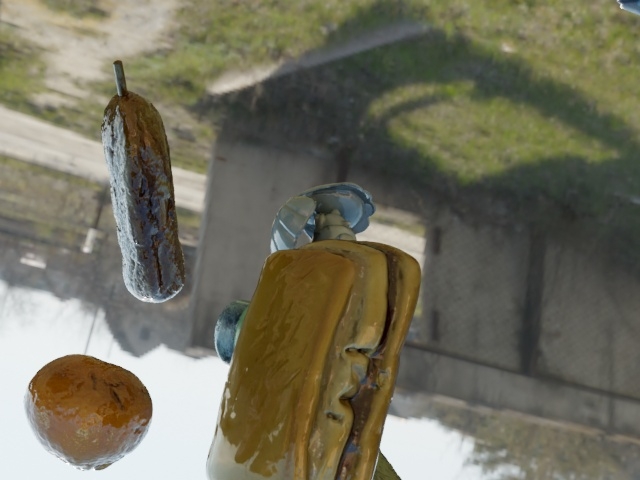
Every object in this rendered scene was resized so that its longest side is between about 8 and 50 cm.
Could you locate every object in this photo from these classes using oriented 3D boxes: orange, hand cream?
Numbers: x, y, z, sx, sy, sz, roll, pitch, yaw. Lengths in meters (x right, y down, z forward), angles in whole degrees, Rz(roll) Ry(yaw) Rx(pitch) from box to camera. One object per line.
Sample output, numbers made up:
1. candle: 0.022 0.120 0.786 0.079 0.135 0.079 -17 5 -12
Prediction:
1. orange: -0.247 0.182 1.098 0.136 0.117 0.135 17 163 5
2. hand cream: -0.034 0.102 0.962 0.175 0.095 0.046 13 -174 44

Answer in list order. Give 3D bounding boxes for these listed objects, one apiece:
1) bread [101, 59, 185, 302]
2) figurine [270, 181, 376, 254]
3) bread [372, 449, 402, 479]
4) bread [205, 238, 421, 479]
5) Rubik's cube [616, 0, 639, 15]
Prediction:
1. bread: -0.229 -0.070 1.345 0.084 0.344 0.124 -17 -147 -23
2. figurine: 0.000 0.000 0.846 0.082 0.086 0.094 15 133 -8
3. bread: 0.020 0.255 0.849 0.077 0.138 0.361 41 180 -19
4. bread: -0.007 0.090 0.723 0.077 0.200 0.116 26 164 -38
5. Rubik's cube: 0.569 -0.430 1.273 0.310 0.305 0.307 16 151 -15
